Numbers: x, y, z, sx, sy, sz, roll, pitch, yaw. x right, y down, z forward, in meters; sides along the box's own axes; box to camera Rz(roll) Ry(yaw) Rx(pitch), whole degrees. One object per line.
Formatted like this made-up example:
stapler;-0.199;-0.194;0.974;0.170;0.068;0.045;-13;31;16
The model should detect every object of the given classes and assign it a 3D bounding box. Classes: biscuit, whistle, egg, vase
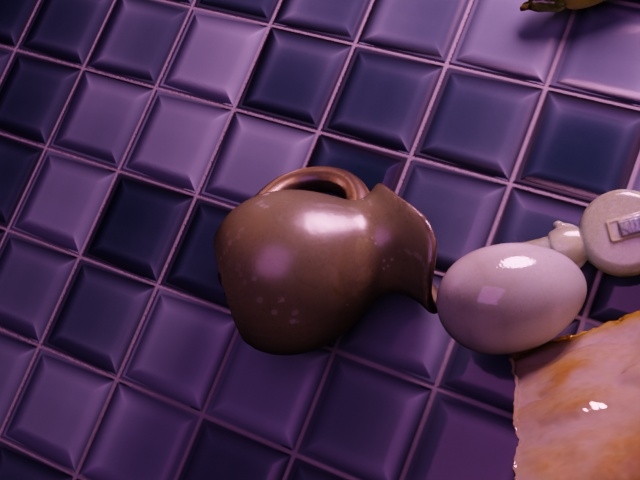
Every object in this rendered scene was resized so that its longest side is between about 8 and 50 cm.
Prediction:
biscuit;0.422;0.184;1.092;0.446;0.429;0.104;-20;102;10
whistle;0.385;0.000;1.320;0.258;0.067;0.126;-15;71;16
egg;0.262;0.078;1.260;0.209;0.151;0.151;-10;69;-9
vase;0.000;0.000;1.380;0.303;0.240;0.329;-16;45;0

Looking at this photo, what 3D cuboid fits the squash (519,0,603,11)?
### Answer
squash;0.450;-0.423;1.421;0.287;0.137;0.137;-41;65;15
